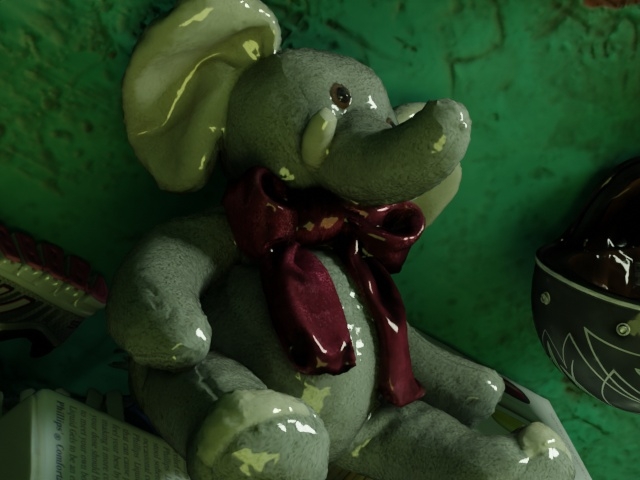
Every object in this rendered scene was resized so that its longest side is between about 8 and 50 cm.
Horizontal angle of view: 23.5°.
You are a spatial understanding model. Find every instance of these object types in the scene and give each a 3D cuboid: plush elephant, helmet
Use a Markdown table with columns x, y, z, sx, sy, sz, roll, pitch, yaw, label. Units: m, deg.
| x | y | z | sx | sy | sz | roll | pitch | yaw | label |
| --- | --- | --- | --- | --- | --- | --- | --- | --- | --- |
| 0.000 | 0.000 | 0.913 | 0.272 | 0.330 | 0.255 | 15 | 94 | -36 | plush elephant |
| 0.227 | 0.039 | 1.035 | 0.169 | 0.169 | 0.161 | 40 | 90 | -31 | helmet |

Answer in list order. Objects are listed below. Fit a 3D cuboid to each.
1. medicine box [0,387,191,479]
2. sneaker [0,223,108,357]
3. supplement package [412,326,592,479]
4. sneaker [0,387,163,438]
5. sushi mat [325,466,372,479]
| x | y | z | sx | sy | sz | roll | pitch | yaw | label |
| --- | --- | --- | --- | --- | --- | --- | --- | --- | --- |
| -0.134 | 0.255 | 0.919 | 0.263 | 0.149 | 0.289 | -37 | 131 | 29 | medicine box |
| -0.220 | 0.026 | 0.973 | 0.170 | 0.063 | 0.075 | 27 | 106 | -32 | sneaker |
| 0.088 | 0.230 | 1.060 | 0.145 | 0.262 | 0.204 | 28 | 111 | -29 | supplement package |
| -0.212 | 0.136 | 0.988 | 0.322 | 0.130 | 0.236 | -19 | 136 | 10 | sneaker |
| -0.047 | 0.189 | 1.080 | 0.019 | 0.151 | 0.316 | 11 | 123 | -53 | sushi mat |
